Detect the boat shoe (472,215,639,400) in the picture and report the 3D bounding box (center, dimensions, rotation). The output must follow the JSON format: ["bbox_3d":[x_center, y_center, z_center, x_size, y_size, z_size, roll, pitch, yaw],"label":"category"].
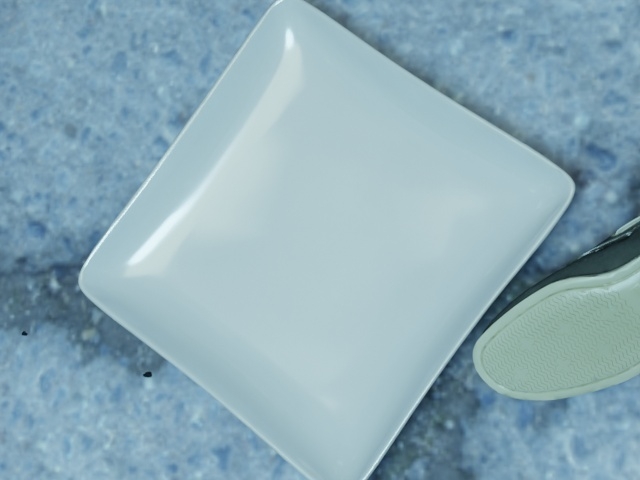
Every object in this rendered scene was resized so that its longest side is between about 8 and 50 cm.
[{"bbox_3d":[0.208,0.034,0.942,0.233,0.079,0.084,-34,97,22],"label":"boat shoe"}]

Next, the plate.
[{"bbox_3d":[0.000,0.000,1.025,0.278,0.045,0.277,36,91,21],"label":"plate"}]
